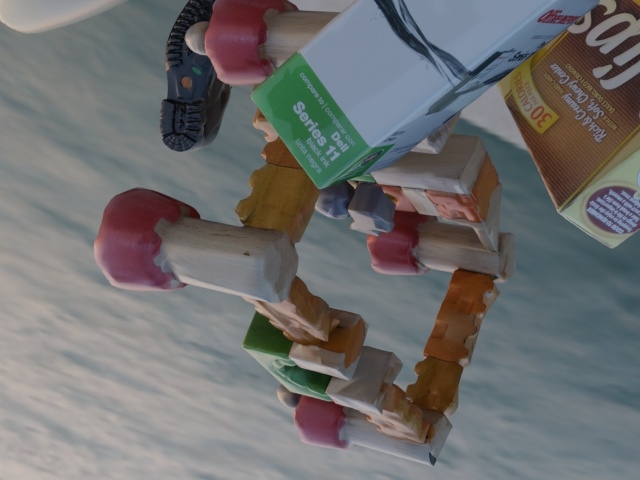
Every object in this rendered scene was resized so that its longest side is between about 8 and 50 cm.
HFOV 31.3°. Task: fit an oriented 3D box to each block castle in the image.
[{"bbox_3d":[0.000,0.000,1.092,0.213,0.303,0.453,10,156,33],"label":"block castle"}]

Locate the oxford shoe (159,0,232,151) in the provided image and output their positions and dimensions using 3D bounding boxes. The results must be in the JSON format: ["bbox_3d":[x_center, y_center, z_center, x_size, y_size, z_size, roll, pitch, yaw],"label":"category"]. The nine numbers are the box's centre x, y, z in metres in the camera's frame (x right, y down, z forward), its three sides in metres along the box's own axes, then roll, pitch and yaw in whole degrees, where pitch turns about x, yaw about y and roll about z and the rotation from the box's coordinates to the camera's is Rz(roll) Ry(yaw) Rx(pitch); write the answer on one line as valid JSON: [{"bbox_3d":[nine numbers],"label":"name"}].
[{"bbox_3d":[-0.161,-0.234,1.564,0.083,0.227,0.096,17,-170,22],"label":"oxford shoe"}]

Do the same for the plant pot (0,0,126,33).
[{"bbox_3d":[-0.379,-0.426,1.688,0.256,0.256,0.274,32,137,-31],"label":"plant pot"}]

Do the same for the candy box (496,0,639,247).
[{"bbox_3d":[0.308,-0.162,0.936,0.316,0.183,0.087,-40,131,25],"label":"candy box"}]

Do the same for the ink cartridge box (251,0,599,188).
[{"bbox_3d":[0.077,-0.136,0.792,0.208,0.153,0.087,-38,84,25],"label":"ink cartridge box"}]
